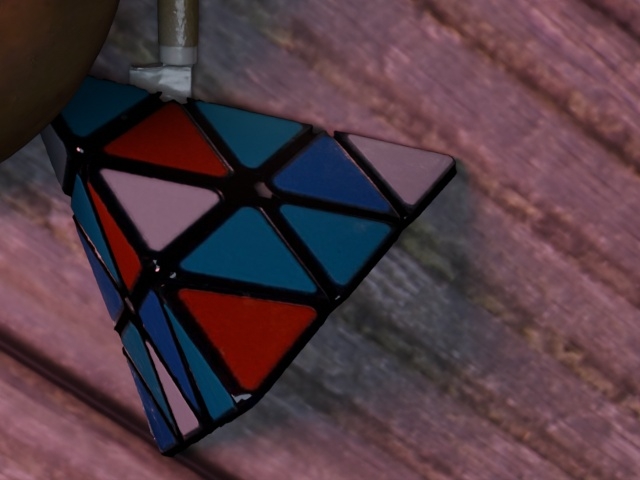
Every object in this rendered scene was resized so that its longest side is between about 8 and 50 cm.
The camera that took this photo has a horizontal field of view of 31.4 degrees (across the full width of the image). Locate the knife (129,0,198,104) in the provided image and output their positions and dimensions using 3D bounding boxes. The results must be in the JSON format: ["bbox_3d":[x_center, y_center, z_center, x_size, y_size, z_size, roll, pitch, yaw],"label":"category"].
[{"bbox_3d":[-0.098,-0.100,0.713,0.047,0.017,0.298,1,111,-4],"label":"knife"}]

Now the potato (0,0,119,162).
[{"bbox_3d":[-0.231,-0.144,0.576,0.243,0.221,0.326,11,131,-35],"label":"potato"}]

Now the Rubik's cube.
[{"bbox_3d":[0.000,0.000,0.675,0.234,0.250,0.284,-24,109,-20],"label":"Rubik's cube"}]
